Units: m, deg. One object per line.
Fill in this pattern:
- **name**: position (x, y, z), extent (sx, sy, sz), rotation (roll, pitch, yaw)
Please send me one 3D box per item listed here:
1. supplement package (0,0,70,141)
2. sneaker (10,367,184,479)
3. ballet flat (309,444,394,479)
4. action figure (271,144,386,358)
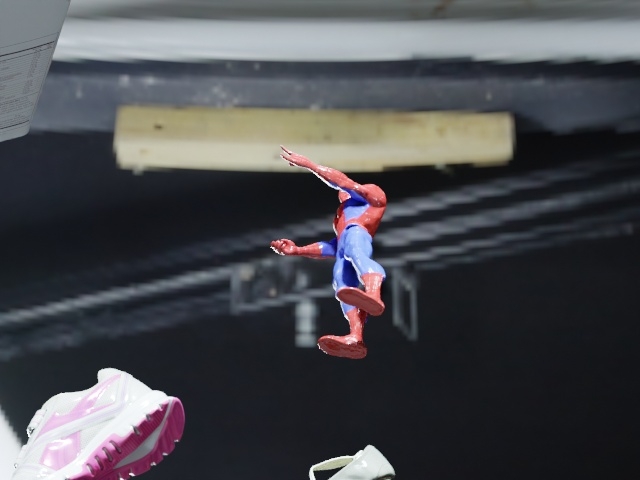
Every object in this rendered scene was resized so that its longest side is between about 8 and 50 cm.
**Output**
- **supplement package**: position (-0.313, -0.202, 1.272), extent (0.149, 0.194, 0.203), rotation (-20, -29, -38)
- **sneaker**: position (-0.270, 0.231, 1.731), extent (0.252, 0.111, 0.103), rotation (-36, -38, -25)
- **ballet flat**: position (-0.011, 0.314, 1.975), extent (0.213, 0.068, 0.072), rotation (-26, -24, -19)
- **action figure**: position (0.000, 0.000, 1.674), extent (0.139, 0.280, 0.091), rotation (20, -62, -5)
